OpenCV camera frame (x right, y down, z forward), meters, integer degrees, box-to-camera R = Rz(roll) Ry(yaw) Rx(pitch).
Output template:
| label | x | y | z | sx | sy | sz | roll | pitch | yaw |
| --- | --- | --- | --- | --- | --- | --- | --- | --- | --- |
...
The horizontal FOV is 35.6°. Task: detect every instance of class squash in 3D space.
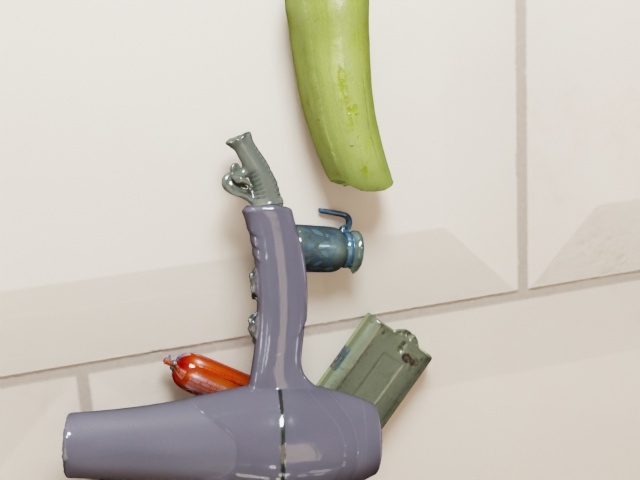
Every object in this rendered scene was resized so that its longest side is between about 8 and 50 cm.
| label | x | y | z | sx | sy | sz | roll | pitch | yaw |
| --- | --- | --- | --- | --- | --- | --- | --- | --- | --- |
| squash | 0.018 | -0.164 | 0.978 | 0.083 | 0.083 | 0.250 | -15 | 110 | -14 |

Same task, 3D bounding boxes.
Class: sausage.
| label | x | y | z | sx | sy | sz | roll | pitch | yaw |
| --- | --- | --- | --- | --- | --- | --- | --- | --- | --- |
| sausage | -0.099 | 0.153 | 1.037 | 0.145 | 0.050 | 0.048 | 26 | 137 | -22 |

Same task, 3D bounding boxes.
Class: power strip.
| label | x | y | z | sx | sy | sz | roll | pitch | yaw |
| --- | --- | --- | --- | --- | --- | --- | --- | --- | --- |
| power strip | 0.016 | 0.205 | 1.094 | 0.092 | 0.034 | 0.268 | 35 | 91 | -23 |

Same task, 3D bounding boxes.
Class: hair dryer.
| label | x | y | z | sx | sy | sz | roll | pitch | yaw |
| --- | --- | --- | --- | --- | --- | --- | --- | --- | --- |
| hair dryer | -0.092 | 0.074 | 0.970 | 0.301 | 0.121 | 0.361 | 1 | 89 | -7 |

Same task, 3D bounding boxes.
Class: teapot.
| label | x | y | z | sx | sy | sz | roll | pitch | yaw |
| --- | --- | --- | --- | --- | --- | --- | --- | --- | --- |
| teapot | -0.001 | 0.004 | 1.037 | 0.083 | 0.064 | 0.049 | 3 | 134 | -21 |
